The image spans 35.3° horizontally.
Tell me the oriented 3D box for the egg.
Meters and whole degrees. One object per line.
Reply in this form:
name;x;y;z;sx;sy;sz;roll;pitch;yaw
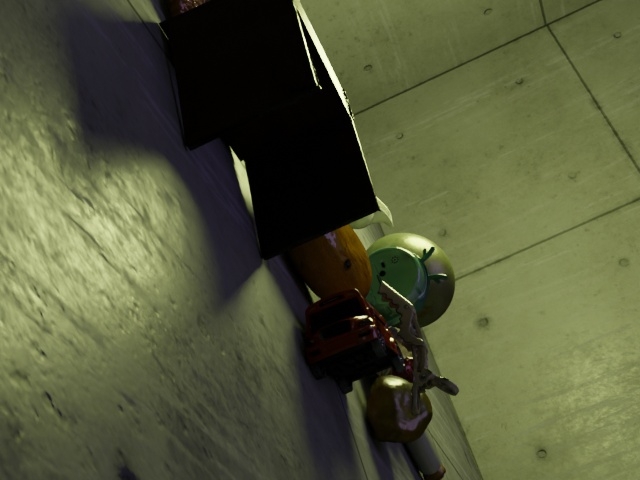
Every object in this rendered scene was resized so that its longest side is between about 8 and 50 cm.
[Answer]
egg;0.190;0.086;2.332;0.218;0.218;0.295;63;-5;-22

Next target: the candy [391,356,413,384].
candy;0.102;0.198;1.744;0.201;0.060;0.060;34;17;-16

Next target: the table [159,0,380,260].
table;-0.069;-0.171;1.381;0.250;0.196;0.282;60;11;-45

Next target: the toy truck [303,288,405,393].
toy truck;0.045;0.145;1.469;0.252;0.107;0.114;47;22;-69

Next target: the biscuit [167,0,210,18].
biscuit;-0.161;-0.328;1.581;0.254;0.035;0.254;47;34;-46

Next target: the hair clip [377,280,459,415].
hair clip;0.137;0.142;1.447;0.034;0.072;0.226;65;8;-51

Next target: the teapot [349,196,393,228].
teapot;0.071;-0.150;2.528;0.208;0.166;0.299;-65;141;-66

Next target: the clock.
clock;0.145;0.081;2.023;0.159;0.211;0.066;68;6;33

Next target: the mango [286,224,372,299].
mango;-0.004;0.003;1.610;0.262;0.109;0.157;57;20;-26

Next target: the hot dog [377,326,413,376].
hot dog;0.143;0.230;1.912;0.144;0.075;0.268;42;8;13

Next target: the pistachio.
pistachio;0.133;0.281;1.681;0.189;0.110;0.100;-7;104;-83

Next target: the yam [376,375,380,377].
yam;0.123;0.275;1.938;0.145;0.032;0.032;-71;136;-78

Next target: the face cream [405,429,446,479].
face cream;0.190;0.391;1.955;0.072;0.051;0.182;-108;172;-67
